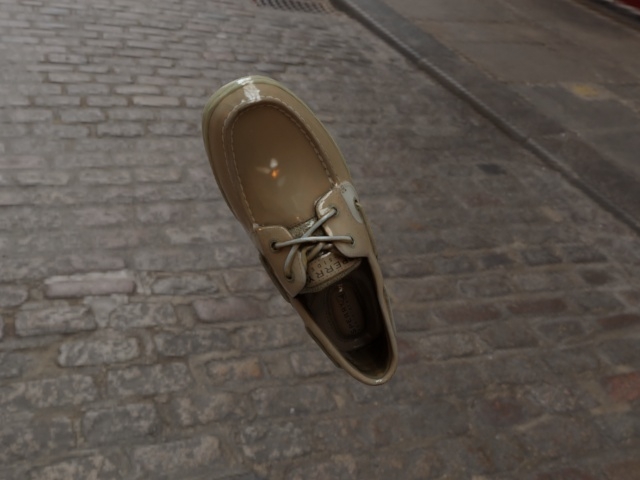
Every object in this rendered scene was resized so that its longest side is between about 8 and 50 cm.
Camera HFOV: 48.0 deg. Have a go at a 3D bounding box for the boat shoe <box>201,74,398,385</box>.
[{"bbox_3d":[0.000,0.000,0.696,0.122,0.341,0.110,-30,32,-1],"label":"boat shoe"}]
